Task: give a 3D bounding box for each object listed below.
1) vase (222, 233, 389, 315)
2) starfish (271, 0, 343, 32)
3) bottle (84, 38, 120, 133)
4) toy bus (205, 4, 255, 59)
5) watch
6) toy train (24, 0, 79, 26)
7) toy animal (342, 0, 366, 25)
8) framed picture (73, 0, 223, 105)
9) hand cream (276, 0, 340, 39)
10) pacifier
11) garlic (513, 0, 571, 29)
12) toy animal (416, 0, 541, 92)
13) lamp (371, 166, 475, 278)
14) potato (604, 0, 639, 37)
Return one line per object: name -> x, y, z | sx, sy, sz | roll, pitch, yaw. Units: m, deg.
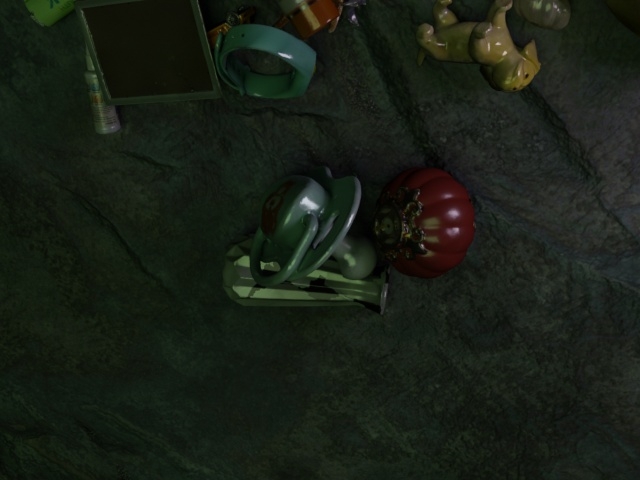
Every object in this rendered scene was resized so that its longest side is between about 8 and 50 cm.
vase -> -0.031, 0.084, 1.818 | 0.359, 0.165, 0.165 | 8, 119, 8
starfish -> -0.014, -0.520, 1.547 | 0.138, 0.050, 0.248 | 11, 113, 12
bottle -> -0.481, -0.342, 1.778 | 0.060, 0.060, 0.217 | 5, 120, 15
toy bus -> -0.197, -0.411, 1.646 | 0.162, 0.070, 0.074 | -20, 111, 27
watch -> -0.109, -0.339, 1.588 | 0.195, 0.237, 0.068 | 11, 79, -7
toy train -> -0.526, -0.540, 1.672 | 0.253, 0.105, 0.157 | -24, 122, 26
toy animal -> 0.064, -0.451, 1.558 | 0.028, 0.050, 0.084 | 22, 121, 26
framed picture -> -0.349, -0.392, 1.664 | 0.293, 0.018, 0.231 | 1, 120, 24
hand cream -> -0.077, -0.525, 1.485 | 0.314, 0.089, 0.139 | 57, 155, -6
pacifier -> 0.000, 0.000, 1.668 | 0.269, 0.343, 0.288 | 37, 90, -23
garlic -> 0.395, -0.422, 1.453 | 0.113, 0.074, 0.094 | 27, 134, 21
toy animal -> 0.287, -0.355, 1.493 | 0.233, 0.121, 0.169 | 18, 154, 16
lamp -> 0.212, -0.036, 1.646 | 0.226, 0.227, 0.227 | 7, 119, 14
potato -> 0.604, -0.404, 1.339 | 0.307, 0.173, 0.210 | 27, 124, -1
